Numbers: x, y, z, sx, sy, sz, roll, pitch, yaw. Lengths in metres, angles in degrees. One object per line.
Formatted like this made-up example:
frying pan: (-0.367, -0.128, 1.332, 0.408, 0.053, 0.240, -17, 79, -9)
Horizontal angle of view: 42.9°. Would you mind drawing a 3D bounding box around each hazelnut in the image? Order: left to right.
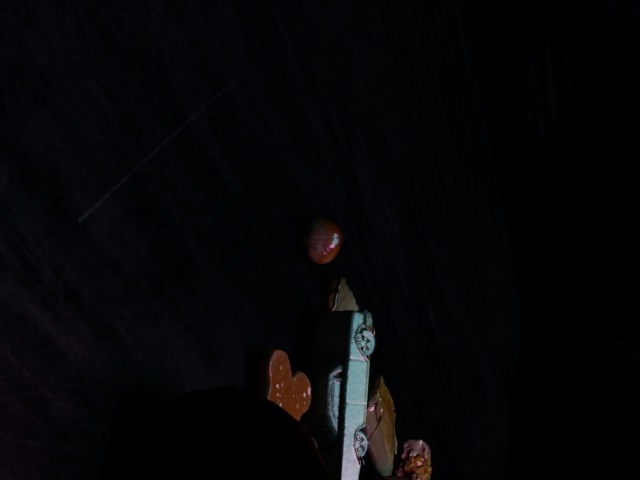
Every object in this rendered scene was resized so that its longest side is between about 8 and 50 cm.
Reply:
hazelnut: (0.000, 0.000, 1.505, 0.086, 0.086, 0.087, 0, 90, -68)

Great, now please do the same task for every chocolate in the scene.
chocolate: (-0.108, 0.328, 1.004, 0.186, 0.283, 0.284, 72, 25, -68)

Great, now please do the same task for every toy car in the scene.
toy car: (0.023, 0.283, 1.475, 0.097, 0.141, 0.321, 12, 77, -34)

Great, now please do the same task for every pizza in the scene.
pizza: (0.226, 0.705, 2.032, 0.278, 0.113, 0.409, 44, 47, -68)

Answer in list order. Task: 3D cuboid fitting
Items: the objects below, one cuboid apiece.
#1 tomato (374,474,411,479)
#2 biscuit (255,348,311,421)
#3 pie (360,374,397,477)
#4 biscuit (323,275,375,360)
tomato: (0.172, 0.629, 1.696, 0.265, 0.264, 0.265, 0, 90, -68)
biscuit: (-0.096, 0.334, 1.290, 0.205, 0.049, 0.324, 58, 37, -51)
pie: (0.133, 0.423, 1.836, 0.129, 0.068, 0.283, -66, 149, -43)
biscuit: (0.052, 0.206, 1.677, 0.274, 0.036, 0.187, 62, 35, -50)
